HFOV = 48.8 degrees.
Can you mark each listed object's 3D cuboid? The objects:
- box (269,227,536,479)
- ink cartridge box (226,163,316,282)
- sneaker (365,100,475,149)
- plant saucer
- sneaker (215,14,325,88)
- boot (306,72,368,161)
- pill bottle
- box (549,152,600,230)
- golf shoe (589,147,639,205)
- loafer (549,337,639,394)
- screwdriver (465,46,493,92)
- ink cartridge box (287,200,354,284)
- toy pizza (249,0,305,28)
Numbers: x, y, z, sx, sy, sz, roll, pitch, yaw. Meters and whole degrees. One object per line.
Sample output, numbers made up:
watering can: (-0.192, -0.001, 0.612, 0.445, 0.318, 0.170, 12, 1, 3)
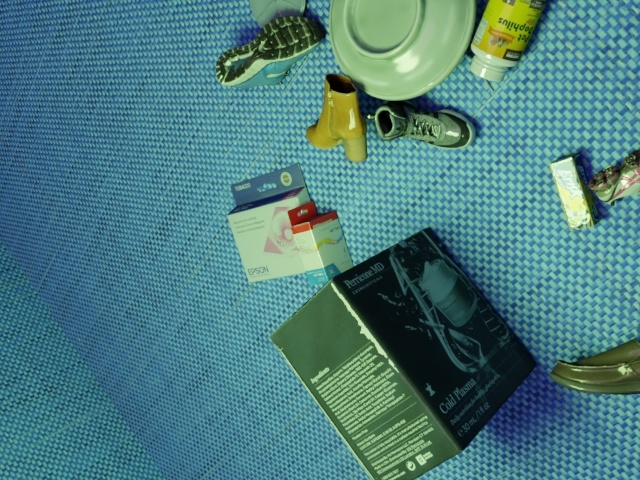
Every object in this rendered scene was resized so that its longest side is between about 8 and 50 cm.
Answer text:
box: (0.219, 0.282, 1.784, 0.471, 0.480, 0.297, 51, 128, 11)
ink cartridge box: (-0.151, -0.045, 2.228, 0.324, 0.071, 0.329, -13, 99, 41)
sneaker: (0.243, -0.282, 1.770, 0.269, 0.153, 0.101, 24, 119, 30)
plant saucer: (0.166, -0.538, 1.677, 0.401, 0.101, 0.400, 6, 100, 35)
sneaker: (-0.131, -0.525, 2.005, 0.330, 0.147, 0.129, -19, 77, 24)
boot: (0.035, -0.344, 1.879, 0.295, 0.104, 0.211, 37, 145, 54)
pill bottle: (0.415, -0.473, 1.587, 0.117, 0.117, 0.214, 34, 125, 24)
box: (0.587, -0.112, 1.628, 0.059, 0.054, 0.168, -15, 97, 41)
golf shoe: (0.688, -0.144, 1.539, 0.086, 0.067, 0.186, 42, 132, -16)
loafer: (0.724, 0.292, 1.641, 0.366, 0.134, 0.130, -4, 81, 29)
screwdriver: (0.375, -0.430, 1.704, 0.025, 0.024, 0.170, -38, 88, 11)
ink cartridge box: (0.000, 0.000, 2.079, 0.078, 0.134, 0.230, -13, 99, 41)
toy pizza: (-0.118, -0.685, 1.986, 0.201, 0.032, 0.201, 14, 115, 33)
